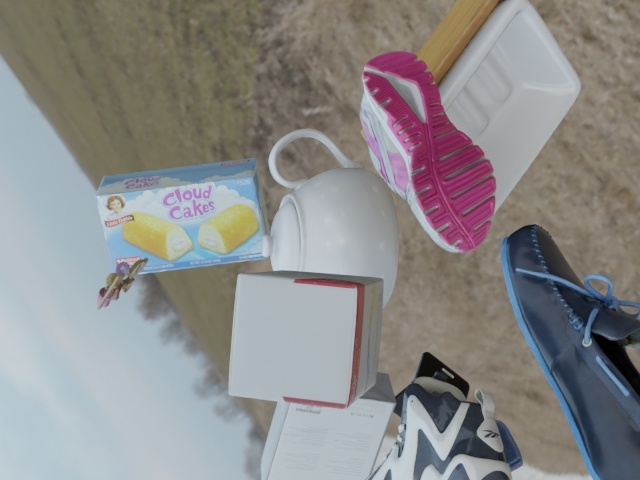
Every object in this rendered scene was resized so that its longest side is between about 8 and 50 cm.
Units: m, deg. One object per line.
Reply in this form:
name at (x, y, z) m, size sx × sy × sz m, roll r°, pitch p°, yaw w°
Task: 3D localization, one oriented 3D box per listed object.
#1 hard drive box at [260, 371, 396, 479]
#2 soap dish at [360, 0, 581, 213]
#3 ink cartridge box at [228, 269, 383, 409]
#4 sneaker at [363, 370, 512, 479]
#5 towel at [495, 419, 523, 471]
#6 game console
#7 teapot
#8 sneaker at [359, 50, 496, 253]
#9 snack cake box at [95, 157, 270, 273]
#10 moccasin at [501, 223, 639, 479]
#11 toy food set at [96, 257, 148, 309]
hard drive box at (0.009, 0.333, 1.892) m, size 0.089 × 0.181 × 0.232 m, roll -102°, pitch 26°, yaw -60°
soap dish at (0.201, -0.175, 1.477) m, size 0.118 × 0.291 × 0.229 m, roll 30°, pitch 171°, yaw 47°
ink cartridge box at (-0.010, 0.099, 1.174) m, size 0.176 × 0.128 × 0.127 m, roll -3°, pitch -82°, yaw -77°
sneaker at (0.109, 0.225, 1.200) m, size 0.094 × 0.153 × 0.235 m, roll 18°, pitch 151°, yaw -29°
towel at (0.191, 0.252, 1.291) m, size 0.029 × 0.119 × 0.067 m, roll -35°, pitch 75°, yaw 40°
game console at (0.195, 0.278, 1.980) m, size 0.122 × 0.107 × 0.071 m, roll 38°, pitch 144°, yaw -24°
teapot at (0.000, 0.000, 1.689) m, size 0.256 × 0.187 × 0.253 m, roll -107°, pitch 24°, yaw -46°
sneaker at (0.122, -0.094, 1.295) m, size 0.111 × 0.103 × 0.252 m, roll 111°, pitch 139°, yaw -67°
snack cake box at (-0.224, -0.040, 1.832) m, size 0.089 × 0.264 × 0.152 m, roll -88°, pitch -10°, yaw -64°
moccasin at (0.316, 0.122, 1.215) m, size 0.137 × 0.117 × 0.342 m, roll 7°, pitch -127°, yaw -51°
toy food set at (-0.280, 0.059, 1.517) m, size 0.019 × 0.078 × 0.122 m, roll 34°, pitch -171°, yaw 3°
